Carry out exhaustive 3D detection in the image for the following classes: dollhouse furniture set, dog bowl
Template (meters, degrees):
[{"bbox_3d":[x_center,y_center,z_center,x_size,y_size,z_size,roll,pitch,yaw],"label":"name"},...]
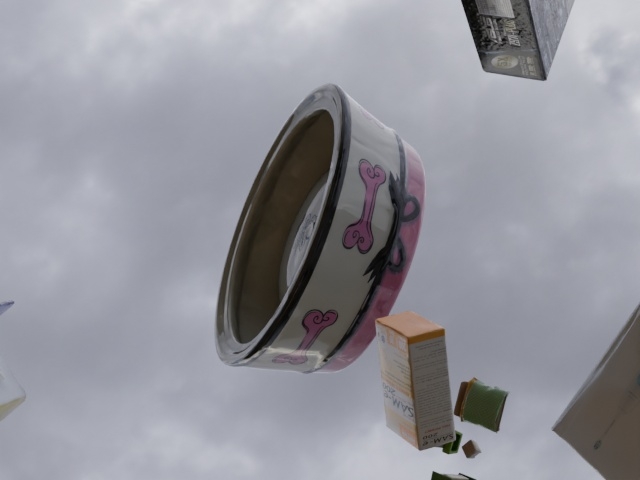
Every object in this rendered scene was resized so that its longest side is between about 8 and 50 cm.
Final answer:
[{"bbox_3d":[0.198,0.266,1.511,0.076,0.058,0.152,14,-91,48],"label":"dollhouse furniture set"},{"bbox_3d":[0.000,0.000,1.506,0.150,0.408,0.408,21,-59,-18],"label":"dog bowl"}]

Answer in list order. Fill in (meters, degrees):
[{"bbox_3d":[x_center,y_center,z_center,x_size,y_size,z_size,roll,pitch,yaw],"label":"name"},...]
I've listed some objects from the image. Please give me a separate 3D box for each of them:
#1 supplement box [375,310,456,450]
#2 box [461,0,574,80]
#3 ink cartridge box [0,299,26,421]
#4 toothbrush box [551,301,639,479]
[{"bbox_3d":[0.077,0.114,0.899,0.062,0.036,0.099,-157,-123,-65],"label":"supplement box"},{"bbox_3d":[0.219,-0.288,1.194,0.077,0.180,0.147,13,-110,25],"label":"box"},{"bbox_3d":[-0.269,0.145,0.441,0.303,0.307,0.072,-40,-95,2],"label":"ink cartridge box"},{"bbox_3d":[0.322,0.116,0.682,0.216,0.295,0.126,45,-55,30],"label":"toothbrush box"}]
